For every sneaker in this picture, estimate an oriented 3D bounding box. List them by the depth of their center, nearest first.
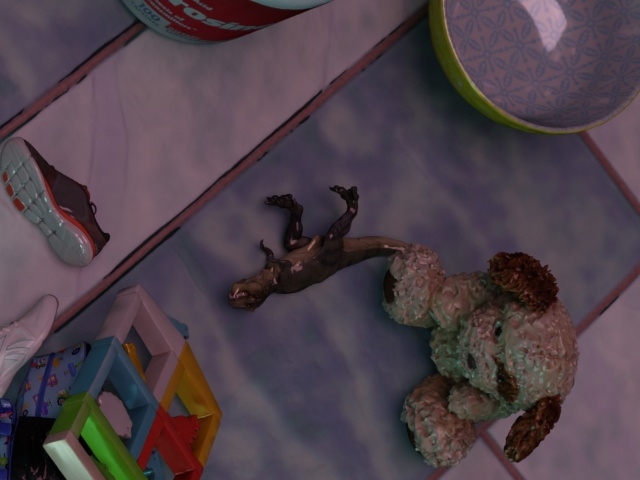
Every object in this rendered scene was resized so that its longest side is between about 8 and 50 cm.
[{"bbox_3d":[-0.333,0.113,1.548,0.061,0.053,0.152,39,73,-11],"label":"sneaker"},{"bbox_3d":[-0.285,-0.047,1.592,0.065,0.061,0.158,-40,101,-48],"label":"sneaker"}]

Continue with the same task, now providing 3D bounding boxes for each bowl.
[{"bbox_3d":[0.242,-0.256,1.757,0.289,0.156,0.290,2,83,-21],"label":"bowl"}]

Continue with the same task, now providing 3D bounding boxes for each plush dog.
[{"bbox_3d":[0.208,0.123,1.655,0.210,0.225,0.263,-10,96,-23],"label":"plush dog"}]

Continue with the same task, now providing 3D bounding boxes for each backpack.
[{"bbox_3d":[-0.277,0.192,1.511,0.116,0.158,0.173,2,70,-3],"label":"backpack"}]

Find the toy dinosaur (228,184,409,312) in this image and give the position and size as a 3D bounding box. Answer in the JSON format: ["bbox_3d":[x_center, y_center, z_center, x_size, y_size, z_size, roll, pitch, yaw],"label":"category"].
[{"bbox_3d":[0.000,0.000,1.688,0.268,0.064,0.118,-15,105,-25],"label":"toy dinosaur"}]

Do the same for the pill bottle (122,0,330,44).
[{"bbox_3d":[-0.065,-0.337,1.500,0.229,0.407,0.229,0,89,-23],"label":"pill bottle"}]

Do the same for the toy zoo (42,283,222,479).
[{"bbox_3d":[-0.179,0.179,1.519,0.192,0.030,0.293,61,25,-26],"label":"toy zoo"}]
